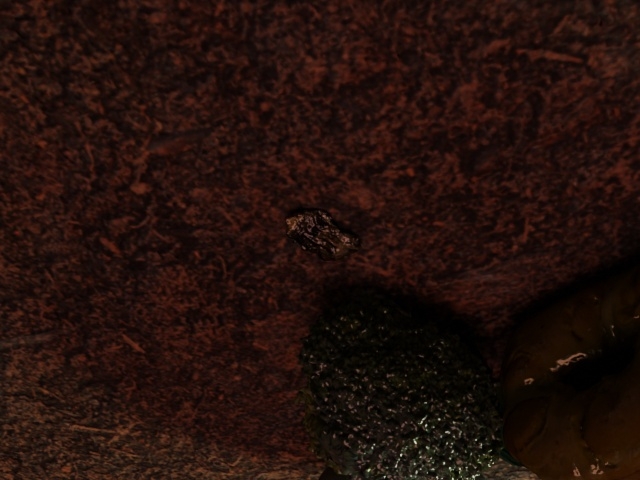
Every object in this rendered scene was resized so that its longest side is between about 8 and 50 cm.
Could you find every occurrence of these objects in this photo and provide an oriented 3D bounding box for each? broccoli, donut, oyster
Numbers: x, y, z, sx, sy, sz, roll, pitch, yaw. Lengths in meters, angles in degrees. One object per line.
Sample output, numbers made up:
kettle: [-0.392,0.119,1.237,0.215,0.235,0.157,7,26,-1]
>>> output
broccoli: [0.086,0.171,0.884,0.226,0.176,0.198,20,98,-48]
donut: [0.290,0.136,0.796,0.128,0.209,0.261,33,133,-23]
oyster: [-0.002,-0.002,0.832,0.083,0.019,0.054,36,128,-24]

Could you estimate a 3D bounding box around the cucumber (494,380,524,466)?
cucumber: [0.223,0.213,0.978,0.116,0.062,0.115,-29,127,32]

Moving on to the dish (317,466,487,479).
dish: [0.104,0.318,1.025,0.256,0.117,0.256,5,160,2]
